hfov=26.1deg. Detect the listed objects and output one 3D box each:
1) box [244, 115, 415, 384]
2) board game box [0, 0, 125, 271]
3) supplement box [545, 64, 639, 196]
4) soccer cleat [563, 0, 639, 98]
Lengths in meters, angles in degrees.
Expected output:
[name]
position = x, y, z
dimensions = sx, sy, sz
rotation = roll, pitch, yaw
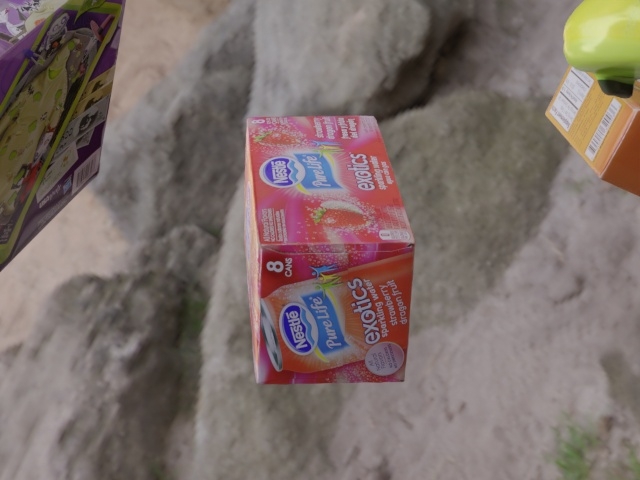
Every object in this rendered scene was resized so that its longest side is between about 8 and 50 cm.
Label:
[box]
position = 0.000, 0.000, 1.152
dimensions = 0.257, 0.122, 0.128
rotation = -100, 11, -62
[board game box]
position = -0.232, -0.034, 0.858
dimensions = 0.347, 0.056, 0.208
rotation = -54, -9, -46
[supplement box]
position = 0.289, -0.112, 1.339
dimensions = 0.233, 0.078, 0.080
rotation = -96, 30, -68
[soccer cleat]
position = 0.240, -0.129, 0.605
dimensions = 0.093, 0.289, 0.121
rotation = -145, 45, -81
